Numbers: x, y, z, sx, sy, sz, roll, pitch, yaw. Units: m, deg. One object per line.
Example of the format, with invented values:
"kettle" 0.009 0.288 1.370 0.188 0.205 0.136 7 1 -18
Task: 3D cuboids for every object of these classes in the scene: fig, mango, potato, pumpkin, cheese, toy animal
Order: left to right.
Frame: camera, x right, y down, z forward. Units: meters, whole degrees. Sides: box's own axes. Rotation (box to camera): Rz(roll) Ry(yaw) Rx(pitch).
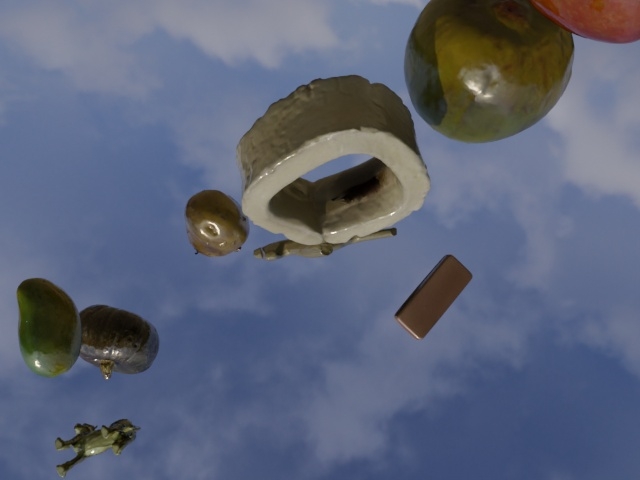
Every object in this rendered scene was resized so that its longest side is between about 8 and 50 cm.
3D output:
"mango" -0.511 0.164 1.331 0.085 0.191 0.122 1 -177 41
"toy animal" -0.404 0.368 1.323 0.181 0.073 0.136 -22 178 10
"pumpkin" -0.491 0.247 1.659 0.219 0.219 0.162 9 -112 13
"potato" -0.207 -0.036 1.396 0.137 0.176 0.137 3 -104 -11
"cheese" 0.019 -0.127 1.277 0.332 0.292 0.153 -22 -128 19
"fig" 0.317 -0.343 1.403 0.343 0.343 0.343 1 -148 0

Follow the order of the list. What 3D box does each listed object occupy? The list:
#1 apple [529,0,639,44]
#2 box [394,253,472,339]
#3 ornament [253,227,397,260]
"apple" 0.321 -0.339 0.760 0.230 0.230 0.230 1 -148 0
"box" 0.145 0.072 0.902 0.048 0.025 0.115 42 -104 -5
"ornament" 0.000 0.000 1.474 0.245 0.061 0.230 -7 -171 40
